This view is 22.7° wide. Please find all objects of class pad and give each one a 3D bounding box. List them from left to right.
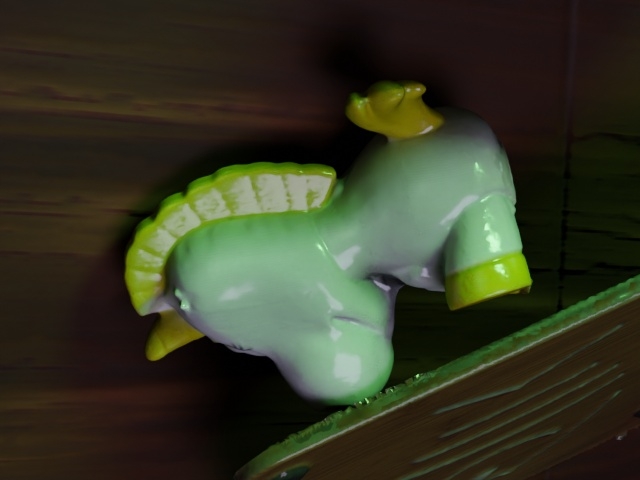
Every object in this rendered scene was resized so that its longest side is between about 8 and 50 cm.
[{"bbox_3d":[0.095,0.093,0.808,0.286,0.018,0.284,-23,159,-8],"label":"pad"}]

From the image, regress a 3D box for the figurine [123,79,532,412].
[{"bbox_3d":[0.002,0.006,0.681,0.178,0.109,0.129,-33,124,15],"label":"figurine"}]
